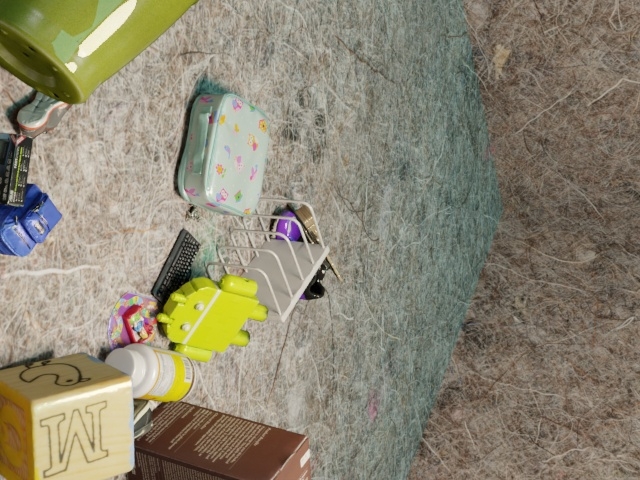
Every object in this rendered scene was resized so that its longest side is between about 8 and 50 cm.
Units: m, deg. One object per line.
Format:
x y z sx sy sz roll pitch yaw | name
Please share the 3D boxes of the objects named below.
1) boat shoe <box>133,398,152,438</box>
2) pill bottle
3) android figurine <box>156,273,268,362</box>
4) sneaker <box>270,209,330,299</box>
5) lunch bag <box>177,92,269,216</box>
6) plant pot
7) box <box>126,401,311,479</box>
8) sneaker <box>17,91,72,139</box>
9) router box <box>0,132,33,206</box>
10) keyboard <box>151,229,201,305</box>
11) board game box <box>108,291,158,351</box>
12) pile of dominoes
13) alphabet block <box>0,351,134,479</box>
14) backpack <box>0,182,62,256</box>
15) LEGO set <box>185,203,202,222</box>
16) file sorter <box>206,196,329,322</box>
-0.437 0.427 1.817 0.233 0.084 0.079 -40 131 -56 | boat shoe
-0.374 0.290 1.860 0.215 0.117 0.117 30 70 -61 | pill bottle
-0.256 0.178 1.996 0.273 0.056 0.248 21 112 -43 | android figurine
-0.043 0.046 2.402 0.102 0.146 0.293 -50 140 -45 | sneaker
-0.229 -0.207 2.014 0.224 0.108 0.279 20 75 -56 | lunch bag
-0.400 -0.433 1.422 0.353 0.367 0.366 -59 147 -17 | plant pot
-0.231 0.494 1.904 0.191 0.382 0.143 -40 131 -53 | box
-0.501 -0.237 1.566 0.158 0.061 0.064 -52 167 -43 | sneaker
-0.544 -0.123 1.452 0.038 0.092 0.122 10 88 -62 | router box
-0.329 0.075 1.998 0.180 0.023 0.108 -67 149 -25 | keyboard
-0.399 0.188 1.880 0.169 0.033 0.133 28 72 -62 | board game box
0.000 0.000 2.440 0.040 0.196 0.251 -35 140 -4 | pile of dominoes
-0.474 0.333 1.554 0.197 0.192 0.193 -10 105 -43 | alphabet block
-0.528 -0.033 1.502 0.120 0.101 0.098 -58 138 -32 | backpack
-0.292 -0.072 2.027 0.054 0.024 0.083 55 49 -53 | LEGO set
-0.137 0.042 2.177 0.277 0.193 0.173 -57 141 -40 | file sorter
